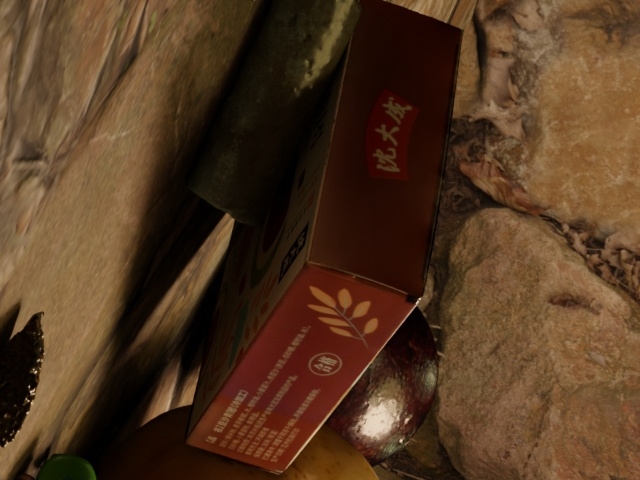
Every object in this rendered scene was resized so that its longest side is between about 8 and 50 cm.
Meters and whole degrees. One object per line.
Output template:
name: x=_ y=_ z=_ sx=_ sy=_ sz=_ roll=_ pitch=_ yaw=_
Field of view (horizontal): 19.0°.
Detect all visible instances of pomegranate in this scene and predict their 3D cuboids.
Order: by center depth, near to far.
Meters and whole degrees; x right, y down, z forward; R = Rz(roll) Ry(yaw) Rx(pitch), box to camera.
pomegranate: x=-0.085 y=0.376 z=2.155 sx=0.410 sy=0.410 sz=0.410 roll=-61 pitch=173 yaw=-14

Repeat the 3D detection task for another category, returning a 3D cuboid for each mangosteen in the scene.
mangosteen: x=0.008 y=0.142 z=2.412 sx=0.330 sy=0.330 sz=0.330 roll=-61 pitch=173 yaw=-14

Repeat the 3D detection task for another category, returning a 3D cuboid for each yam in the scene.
yam: x=-0.044 y=-0.141 z=1.863 sx=0.259 sy=0.093 sz=0.093 roll=-64 pitch=173 yaw=12

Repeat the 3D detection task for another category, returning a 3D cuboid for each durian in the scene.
durian: x=-0.248 y=0.119 z=1.535 sx=0.130 sy=0.052 sz=0.066 roll=-64 pitch=175 yaw=5

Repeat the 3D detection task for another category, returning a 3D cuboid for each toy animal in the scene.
toy animal: x=-0.260 y=0.276 z=1.912 sx=0.208 sy=0.100 sz=0.103 roll=91 pitch=4 yaw=-55

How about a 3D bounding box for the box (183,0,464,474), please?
box: x=0.000 y=0.000 z=1.967 sx=0.385 sy=0.122 sz=0.344 roll=124 pitch=-18 yaw=-51
